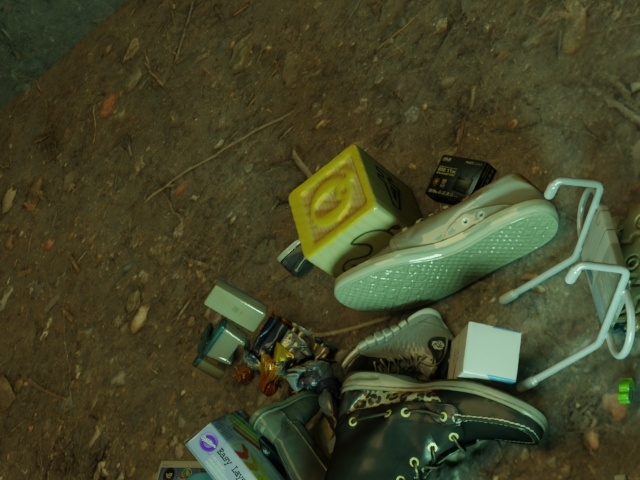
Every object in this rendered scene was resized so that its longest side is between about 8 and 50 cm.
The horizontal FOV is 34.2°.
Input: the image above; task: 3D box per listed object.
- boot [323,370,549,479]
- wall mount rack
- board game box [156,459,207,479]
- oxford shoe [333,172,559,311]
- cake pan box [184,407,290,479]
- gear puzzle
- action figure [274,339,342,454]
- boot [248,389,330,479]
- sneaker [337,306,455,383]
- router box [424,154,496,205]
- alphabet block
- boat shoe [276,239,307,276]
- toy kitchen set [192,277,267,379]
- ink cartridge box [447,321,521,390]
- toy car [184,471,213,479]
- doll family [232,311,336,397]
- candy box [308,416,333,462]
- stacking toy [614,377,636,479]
[{"bbox_3d":[0.167,0.372,1.719,0.377,0.138,0.284,6,59,28],"label":"boot"},{"bbox_3d":[0.403,0.076,1.715,0.350,0.130,0.304,-90,6,-47],"label":"wall mount rack"},{"bbox_3d":[-0.227,0.595,2.069,0.308,0.086,0.302,-10,59,41],"label":"board game box"},{"bbox_3d":[0.226,0.009,1.941,0.449,0.169,0.130,-27,51,21],"label":"oxford shoe"},{"bbox_3d":[-0.113,0.424,1.871,0.070,0.267,0.246,-39,80,4],"label":"cake pan box"},{"bbox_3d":[0.562,0.002,1.703,0.175,0.044,0.339,-9,55,53],"label":"gear puzzle"},{"bbox_3d":[0.026,0.292,1.960,0.285,0.185,0.099,54,129,32],"label":"action figure"},{"bbox_3d":[-0.015,0.386,1.939,0.208,0.189,0.076,43,130,30],"label":"boot"},{"bbox_3d":[0.151,0.222,1.897,0.228,0.086,0.132,-32,51,-10],"label":"sneaker"},{"bbox_3d":[0.277,-0.116,2.065,0.122,0.038,0.092,16,76,49],"label":"router box"},{"bbox_3d":[0.079,-0.038,2.089,0.192,0.197,0.193,-39,43,21],"label":"alphabet block"},{"bbox_3d":[0.000,0.000,2.268,0.206,0.075,0.065,-39,86,13],"label":"boat shoe"},{"bbox_3d":[-0.214,0.169,2.238,0.207,0.122,0.166,-55,11,20],"label":"toy kitchen set"},{"bbox_3d":[0.274,0.207,1.771,0.143,0.092,0.090,107,174,-67],"label":"ink cartridge box"},{"bbox_3d":[-0.313,0.541,1.937,0.210,0.238,0.219,-32,47,27],"label":"toy car"},{"bbox_3d":[-0.103,0.238,2.151,0.263,0.118,0.163,23,80,52],"label":"doll family"},{"bbox_3d":[0.036,0.419,1.966,0.105,0.027,0.206,-44,41,18],"label":"candy box"},{"bbox_3d":[0.526,0.292,1.539,0.167,0.052,0.221,-11,49,31],"label":"stacking toy"}]
